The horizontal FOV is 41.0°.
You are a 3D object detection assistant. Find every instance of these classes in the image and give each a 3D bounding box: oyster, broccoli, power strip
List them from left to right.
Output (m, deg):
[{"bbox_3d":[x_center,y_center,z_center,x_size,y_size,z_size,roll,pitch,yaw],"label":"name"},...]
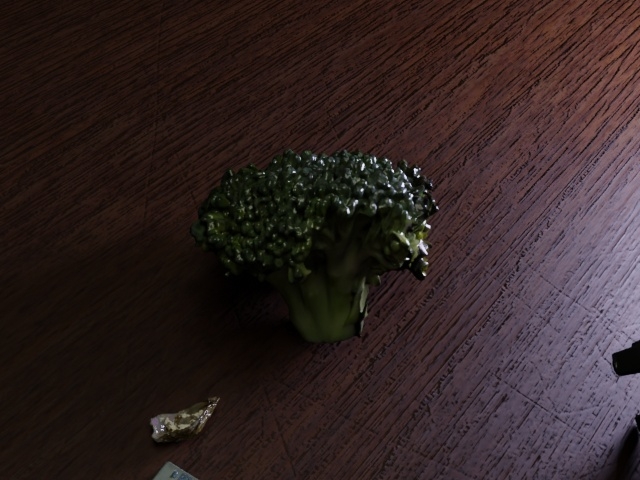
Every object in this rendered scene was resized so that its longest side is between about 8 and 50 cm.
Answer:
[{"bbox_3d":[-0.160,0.298,1.009,0.090,0.016,0.040,27,49,16],"label":"power strip"},{"bbox_3d":[-0.166,0.226,1.068,0.093,0.034,0.051,-17,34,-9],"label":"oyster"},{"bbox_3d":[-0.002,-0.024,1.170,0.335,0.271,0.324,-5,41,-1],"label":"broccoli"}]

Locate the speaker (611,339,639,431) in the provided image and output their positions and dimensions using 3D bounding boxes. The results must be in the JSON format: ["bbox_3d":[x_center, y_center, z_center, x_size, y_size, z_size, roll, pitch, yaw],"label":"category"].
[{"bbox_3d":[0.507,0.231,1.007,0.254,0.184,0.232,-18,41,19],"label":"speaker"}]
